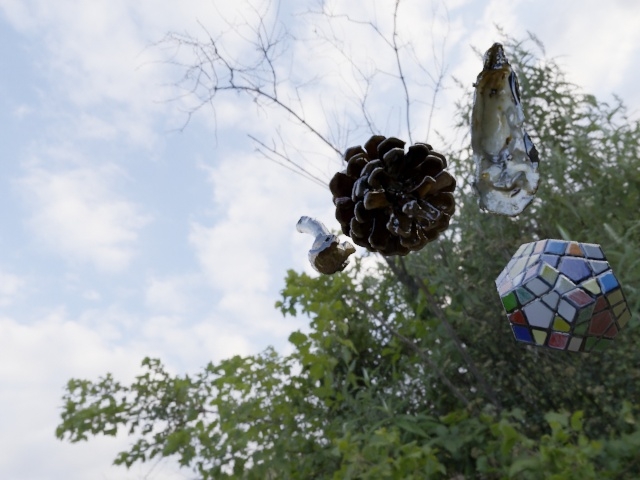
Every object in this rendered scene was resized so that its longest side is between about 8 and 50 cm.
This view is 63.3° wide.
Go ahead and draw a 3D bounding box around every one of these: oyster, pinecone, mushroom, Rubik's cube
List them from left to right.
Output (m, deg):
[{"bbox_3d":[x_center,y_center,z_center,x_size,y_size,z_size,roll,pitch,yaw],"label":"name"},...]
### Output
[{"bbox_3d":[0.000,0.000,0.767,0.061,0.187,0.060,29,-80,-21],"label":"mushroom"},{"bbox_3d":[0.216,-0.127,1.428,0.384,0.384,0.384,-16,-32,-10],"label":"pinecone"},{"bbox_3d":[0.354,-0.213,1.000,0.078,0.345,0.129,4,-10,-44],"label":"oyster"},{"bbox_3d":[0.210,0.049,0.457,0.093,0.111,0.111,-23,-24,-42],"label":"Rubik's cube"}]
